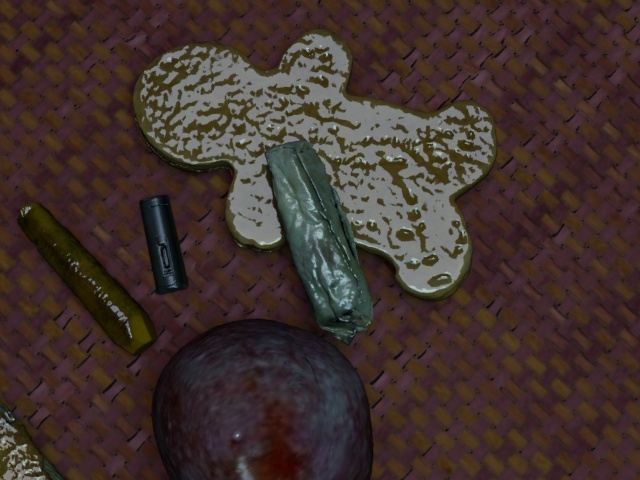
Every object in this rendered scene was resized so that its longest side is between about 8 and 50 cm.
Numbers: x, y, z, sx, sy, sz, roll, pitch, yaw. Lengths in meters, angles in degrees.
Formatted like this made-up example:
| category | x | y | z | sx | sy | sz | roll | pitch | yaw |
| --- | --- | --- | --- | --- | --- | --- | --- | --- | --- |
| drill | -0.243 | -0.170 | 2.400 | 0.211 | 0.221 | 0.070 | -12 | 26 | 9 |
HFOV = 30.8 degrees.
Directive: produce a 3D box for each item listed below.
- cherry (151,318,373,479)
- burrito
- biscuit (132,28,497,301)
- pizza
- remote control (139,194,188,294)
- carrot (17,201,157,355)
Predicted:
| category | x | y | z | sx | sy | sz | roll | pitch | yaw |
| --- | --- | --- | --- | --- | --- | --- | --- | --- | --- |
| cherry | -0.046 | 0.154 | 0.927 | 0.175 | 0.250 | 0.192 | -16 | 79 | 4 |
| burrito | 0.001 | 0.000 | 1.014 | 0.058 | 0.045 | 0.188 | -21 | 83 | 20 |
| biscuit | -0.008 | -0.084 | 1.074 | 0.339 | 0.047 | 0.216 | 16 | 78 | 1 |
| pizza | -0.272 | 0.230 | 1.001 | 0.161 | 0.062 | 0.182 | 7 | 74 | 6 |
| remote control | -0.144 | 0.003 | 1.067 | 0.034 | 0.016 | 0.091 | -14 | 80 | 0 |
| carrot | -0.212 | 0.033 | 1.048 | 0.042 | 0.042 | 0.171 | -41 | 81 | -9 |
